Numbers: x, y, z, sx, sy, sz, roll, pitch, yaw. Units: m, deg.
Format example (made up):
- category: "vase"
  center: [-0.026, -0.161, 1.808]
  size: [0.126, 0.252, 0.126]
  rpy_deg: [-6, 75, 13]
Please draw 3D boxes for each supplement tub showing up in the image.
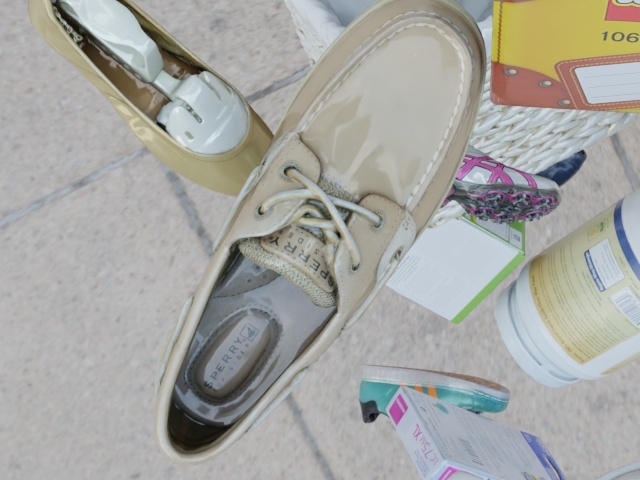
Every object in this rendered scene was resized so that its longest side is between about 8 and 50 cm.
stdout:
- category: "supplement tub"
  center: [0.458, 0.084, 1.770]
  size: [0.228, 0.228, 0.316]
  rpy_deg: [48, 127, -5]

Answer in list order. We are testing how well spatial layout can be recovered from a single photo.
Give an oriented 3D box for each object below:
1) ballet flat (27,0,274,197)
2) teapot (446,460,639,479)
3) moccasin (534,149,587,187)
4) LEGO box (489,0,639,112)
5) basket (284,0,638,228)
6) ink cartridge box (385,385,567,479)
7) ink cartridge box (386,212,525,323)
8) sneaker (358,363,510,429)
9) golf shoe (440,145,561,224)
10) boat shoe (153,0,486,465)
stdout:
- category: "ballet flat"
  center: [-0.119, -0.114, 0.809]
  size: [0.232, 0.073, 0.080]
  rpy_deg: [38, 74, -8]
- category: "teapot"
  center: [0.200, 0.211, 0.620]
  size: [0.256, 0.253, 0.187]
  rpy_deg: [-33, 120, 26]
- category: "moccasin"
  center: [0.324, -0.243, 1.823]
  size: [0.117, 0.137, 0.342]
  rpy_deg: [-38, 81, 34]
- category: "LEGO box"
  center: [0.367, -0.269, 0.665]
  size: [0.499, 0.193, 0.373]
  rpy_deg: [5, 69, 9]
- category: "basket"
  center: [0.162, -0.241, 1.330]
  size: [0.331, 0.328, 0.266]
  rpy_deg: [-28, 135, -8]
- category: "ink cartridge box"
  center: [0.264, 0.349, 1.769]
  size: [0.311, 0.186, 0.065]
  rpy_deg: [22, 111, -28]
- category: "ink cartridge box"
  center: [0.167, -0.006, 1.744]
  size: [0.255, 0.097, 0.189]
  rpy_deg: [29, 129, -13]
- category: "sneaker"
  center: [0.202, 0.297, 2.003]
  size: [0.302, 0.108, 0.121]
  rpy_deg: [3, 86, 38]
- category: "golf shoe"
  center: [0.152, -0.067, 1.105]
  size: [0.186, 0.086, 0.067]
  rpy_deg: [8, 152, -11]
- category: "boat shoe"
  center: [0.000, 0.000, 0.711]
  size: [0.121, 0.110, 0.341]
  rpy_deg: [29, 105, -4]
